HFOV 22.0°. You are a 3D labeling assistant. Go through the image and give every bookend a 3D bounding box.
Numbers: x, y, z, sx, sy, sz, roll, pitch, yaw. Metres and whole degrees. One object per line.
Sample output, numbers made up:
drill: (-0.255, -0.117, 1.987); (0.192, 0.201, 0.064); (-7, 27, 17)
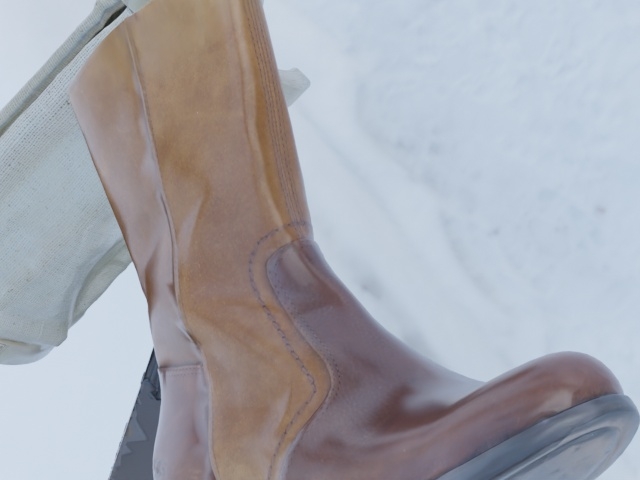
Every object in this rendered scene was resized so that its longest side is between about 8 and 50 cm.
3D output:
bookend: (-0.061, 0.140, 1.175); (0.156, 0.072, 0.157); (18, 137, -4)

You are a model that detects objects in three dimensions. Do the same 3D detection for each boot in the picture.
boot: (0.000, 0.000, 0.724); (0.264, 0.096, 0.280); (-32, 66, 50)

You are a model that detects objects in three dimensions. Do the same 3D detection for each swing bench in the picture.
swing bench: (-0.151, -0.076, 1.052); (0.253, 0.255, 0.165); (-44, 123, 15)
